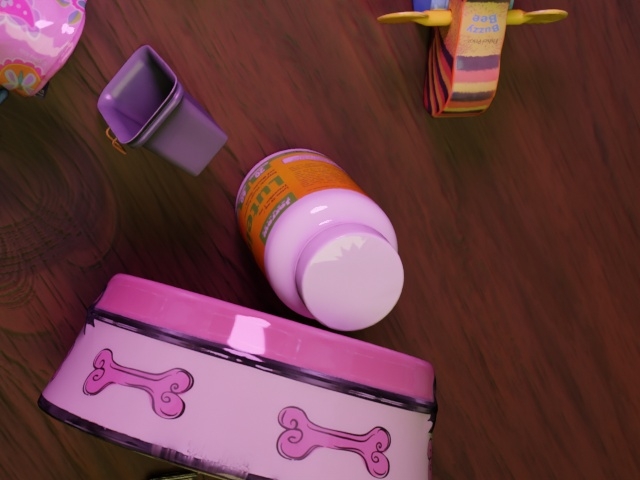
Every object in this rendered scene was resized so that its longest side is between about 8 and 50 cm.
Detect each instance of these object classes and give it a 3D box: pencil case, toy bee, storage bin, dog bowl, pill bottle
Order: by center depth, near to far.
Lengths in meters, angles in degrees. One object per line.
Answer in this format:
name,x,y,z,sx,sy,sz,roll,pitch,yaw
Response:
pencil case,-0.353,-0.249,1.132,0.284,0.124,0.124,31,99,-23
dog bowl,-0.065,0.148,1.221,0.408,0.408,0.150,18,84,-21
storage bin,-0.159,-0.120,1.231,0.091,0.135,0.098,37,96,-33
toy bee,0.150,-0.258,1.246,0.195,0.162,0.298,-23,114,-5
pill bottle,0.000,0.000,1.250,0.136,0.246,0.136,-5,110,-14

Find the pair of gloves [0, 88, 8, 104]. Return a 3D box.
pair of gloves,-0.414,-0.147,1.205,0.159,0.023,0.198,-43,114,3

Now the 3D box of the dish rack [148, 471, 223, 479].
dish rack,-0.085,0.360,1.453,0.271,0.074,0.208,-5,110,-14
